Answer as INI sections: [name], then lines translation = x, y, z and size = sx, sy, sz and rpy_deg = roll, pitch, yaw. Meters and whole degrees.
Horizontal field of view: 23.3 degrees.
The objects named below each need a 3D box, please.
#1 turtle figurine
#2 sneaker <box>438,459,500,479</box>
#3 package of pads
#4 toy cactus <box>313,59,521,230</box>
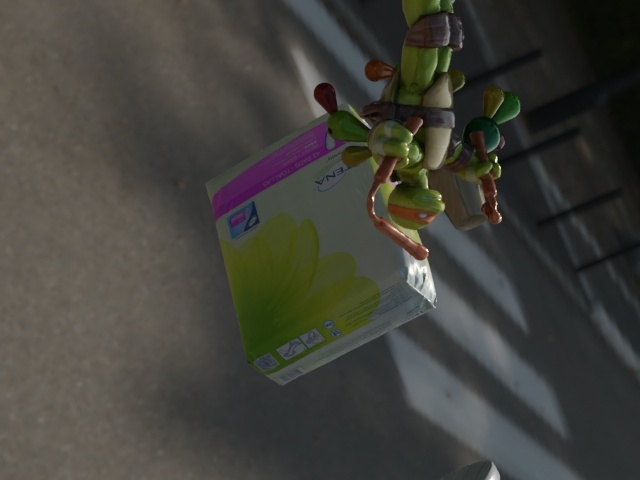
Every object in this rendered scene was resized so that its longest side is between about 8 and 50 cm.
[turtle figurine]
translation = 0.080, -0.100, 1.141
size = 0.269, 0.087, 0.217
rpy_deg = -1, 99, -64
[sneaker]
translation = 0.157, 0.340, 1.774
size = 0.091, 0.094, 0.258
rpy_deg = 65, 27, -11
[package of pads]
translation = 0.000, 0.000, 1.859
size = 0.101, 0.229, 0.297
rpy_deg = 44, 23, -48
[toy cactus]
translation = 0.106, -0.090, 1.499
size = 0.219, 0.112, 0.181
rpy_deg = -2, 61, -36
